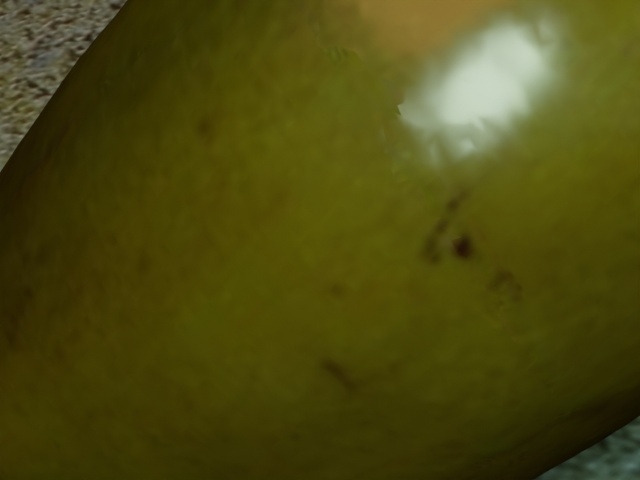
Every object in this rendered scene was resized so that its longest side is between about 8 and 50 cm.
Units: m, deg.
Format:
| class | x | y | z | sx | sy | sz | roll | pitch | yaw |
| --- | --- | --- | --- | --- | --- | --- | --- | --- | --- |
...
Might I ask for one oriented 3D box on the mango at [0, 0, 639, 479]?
| class | x | y | z | sx | sy | sz | roll | pitch | yaw |
| --- | --- | --- | --- | --- | --- | --- | --- | --- | --- |
| mango | 0.000 | 0.000 | 0.640 | 0.446 | 0.232 | 0.300 | -38 | 3 | 31 |
